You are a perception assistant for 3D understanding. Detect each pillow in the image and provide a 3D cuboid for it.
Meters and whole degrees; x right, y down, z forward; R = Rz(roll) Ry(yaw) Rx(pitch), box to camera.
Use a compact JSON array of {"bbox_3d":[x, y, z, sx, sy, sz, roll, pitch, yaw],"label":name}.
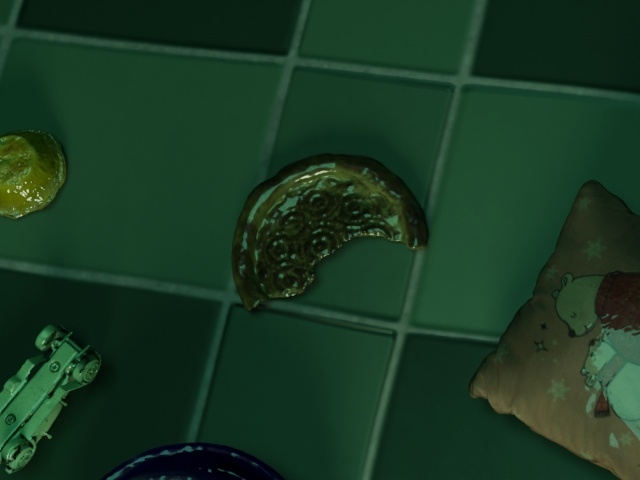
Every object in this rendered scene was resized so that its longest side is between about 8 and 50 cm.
[{"bbox_3d":[0.270,0.092,1.694,0.223,0.084,0.236,28,84,22],"label":"pillow"}]

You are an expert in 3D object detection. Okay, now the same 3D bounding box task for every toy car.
[{"bbox_3d":[-0.274,0.152,1.865,0.073,0.054,0.143,35,83,27],"label":"toy car"}]

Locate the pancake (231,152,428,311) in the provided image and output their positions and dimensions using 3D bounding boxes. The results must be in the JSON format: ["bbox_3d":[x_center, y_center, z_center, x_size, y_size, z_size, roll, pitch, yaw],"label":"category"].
[{"bbox_3d":[0.000,0.000,1.849,0.184,0.020,0.190,33,84,24],"label":"pancake"}]

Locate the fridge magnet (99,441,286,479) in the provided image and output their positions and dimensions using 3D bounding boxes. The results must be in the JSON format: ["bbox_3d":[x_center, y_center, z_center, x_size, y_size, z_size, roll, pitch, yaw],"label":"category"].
[{"bbox_3d":[-0.124,0.309,1.728,0.265,0.113,0.266,-6,68,15],"label":"fridge magnet"}]

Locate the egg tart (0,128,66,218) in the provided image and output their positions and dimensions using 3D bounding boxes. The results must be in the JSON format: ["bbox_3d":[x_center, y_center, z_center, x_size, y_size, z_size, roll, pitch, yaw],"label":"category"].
[{"bbox_3d":[-0.310,-0.074,1.965,0.105,0.039,0.105,-6,68,15],"label":"egg tart"}]
